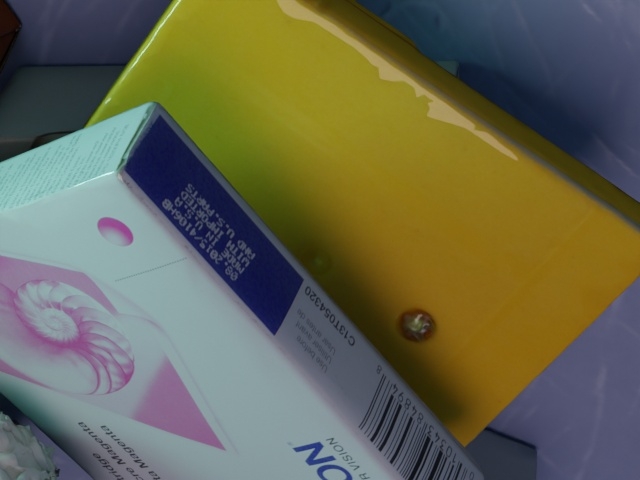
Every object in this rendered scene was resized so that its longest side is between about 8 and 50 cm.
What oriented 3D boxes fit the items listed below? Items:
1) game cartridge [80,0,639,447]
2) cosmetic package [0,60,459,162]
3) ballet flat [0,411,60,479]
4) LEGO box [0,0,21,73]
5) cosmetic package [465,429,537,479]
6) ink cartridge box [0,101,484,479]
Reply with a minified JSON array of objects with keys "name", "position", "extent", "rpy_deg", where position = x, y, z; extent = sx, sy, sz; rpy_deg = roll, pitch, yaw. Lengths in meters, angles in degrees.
[{"name":"game cartridge","position":[0.000,0.000,1.009],"extent":[0.324,0.052,0.285],"rpy_deg":[35,121,-11]},{"name":"cosmetic package","position":[-0.059,-0.029,1.092],"extent":[0.309,0.113,0.160],"rpy_deg":[-1,121,9]},{"name":"ballet flat","position":[-0.257,0.146,1.129],"extent":[0.147,0.409,0.147],"rpy_deg":[-1,93,-24]},{"name":"LEGO box","position":[-0.515,-0.130,1.038],"extent":[0.500,0.193,0.372],"rpy_deg":[-23,120,21]},{"name":"cosmetic package","position":[0.005,0.301,1.260],"extent":[0.197,0.155,0.365],"rpy_deg":[24,123,-5]},{"name":"ink cartridge box","position":[-0.119,0.087,1.007],"extent":[0.330,0.071,0.324],"rpy_deg":[-17,125,40]}]
